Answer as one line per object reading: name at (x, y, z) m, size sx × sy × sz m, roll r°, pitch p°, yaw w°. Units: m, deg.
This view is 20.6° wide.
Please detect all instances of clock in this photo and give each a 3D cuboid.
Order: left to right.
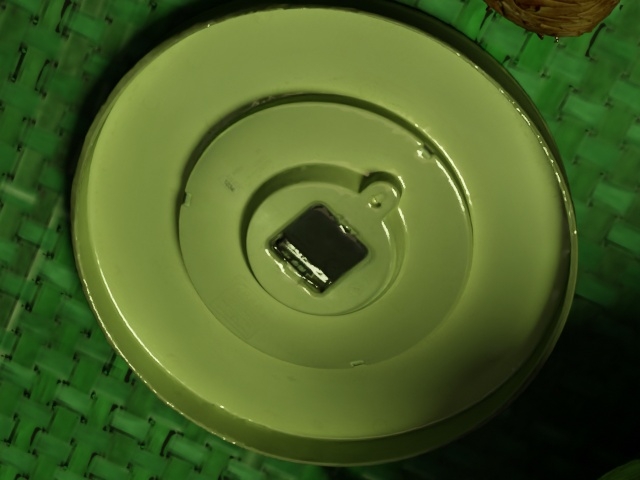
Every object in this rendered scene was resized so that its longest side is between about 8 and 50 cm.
clock at (0.000, 0.000, 0.810) m, size 0.235 × 0.029 × 0.235 m, roll 3°, pitch 115°, yaw 7°

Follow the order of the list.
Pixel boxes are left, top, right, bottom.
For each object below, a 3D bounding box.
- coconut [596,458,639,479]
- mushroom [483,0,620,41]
coconut at (0.185, 0.221, 0.727) m, size 0.328 × 0.328 × 0.281 m, roll -21°, pitch 90°, yaw 17°
mushroom at (0.084, -0.141, 0.694) m, size 0.085 × 0.109 × 0.126 m, roll -15°, pitch 96°, yaw 20°
